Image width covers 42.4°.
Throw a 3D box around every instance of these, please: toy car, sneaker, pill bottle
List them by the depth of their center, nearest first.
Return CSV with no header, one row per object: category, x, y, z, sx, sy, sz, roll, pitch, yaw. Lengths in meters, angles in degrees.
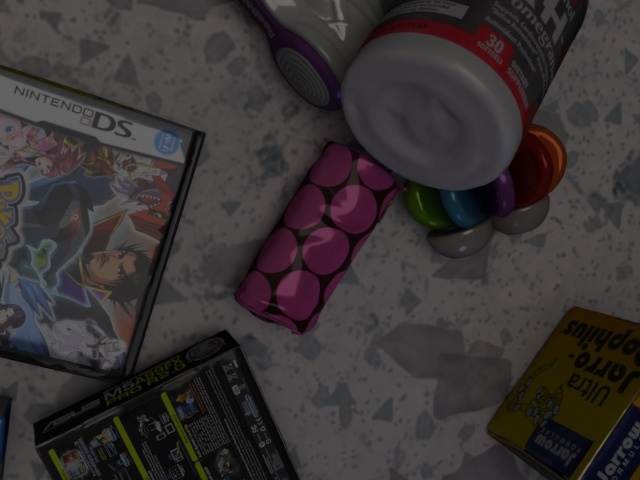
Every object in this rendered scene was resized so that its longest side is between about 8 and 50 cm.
pill bottle,0.164,-0.218,0.829,0.176,0.176,0.318,41,59,-15
sneaker,-0.028,-0.286,0.849,0.152,0.114,0.305,-43,109,-24
toy car,0.183,-0.070,0.898,0.182,0.136,0.159,-21,100,-14

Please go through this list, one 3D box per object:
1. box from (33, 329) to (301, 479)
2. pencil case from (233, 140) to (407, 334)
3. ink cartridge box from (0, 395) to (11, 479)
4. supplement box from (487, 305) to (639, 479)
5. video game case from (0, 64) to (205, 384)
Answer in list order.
box,-0.135,0.258,0.851,0.216,0.060,0.270,-26,108,-13
pencil case,0.000,0.000,0.875,0.098,0.095,0.209,35,86,-21
ink cartridge box,-0.379,0.266,0.785,0.134,0.078,0.230,6,93,-17
supplement box,0.413,0.266,0.962,0.357,0.194,0.195,39,83,-16
video game case,-0.272,-0.016,0.818,0.248,0.035,0.274,17,89,-17
